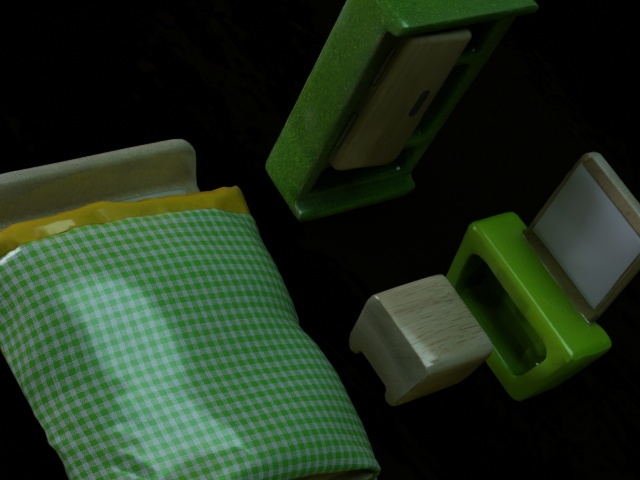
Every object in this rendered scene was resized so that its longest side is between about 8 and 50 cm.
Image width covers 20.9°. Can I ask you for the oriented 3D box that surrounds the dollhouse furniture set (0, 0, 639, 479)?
[{"bbox_3d":[0.000,0.000,0.828,0.302,0.151,0.197,-15,61,-38],"label":"dollhouse furniture set"}]
